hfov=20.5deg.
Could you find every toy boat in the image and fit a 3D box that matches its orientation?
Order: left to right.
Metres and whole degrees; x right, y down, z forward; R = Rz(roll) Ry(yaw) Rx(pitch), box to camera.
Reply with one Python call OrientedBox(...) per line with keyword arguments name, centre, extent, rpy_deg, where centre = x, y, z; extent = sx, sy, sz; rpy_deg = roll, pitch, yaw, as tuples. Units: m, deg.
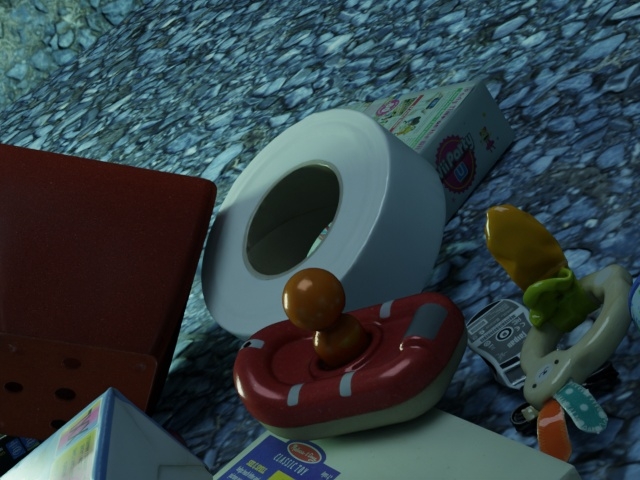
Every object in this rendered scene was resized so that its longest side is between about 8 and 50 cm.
OrientedBox(name="toy boat", centre=(0.014, 0.091, 1.668), extent=(0.231, 0.151, 0.151), rpy_deg=(-16, 27, 33))

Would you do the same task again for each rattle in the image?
OrientedBox(name="rattle", centre=(0.192, 0.077, 1.538), extent=(0.130, 0.143, 0.200), rpy_deg=(-10, 37, 39))

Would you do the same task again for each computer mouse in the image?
OrientedBox(name="computer mouse", centre=(0.198, 0.114, 1.669), extent=(0.106, 0.042, 0.193), rpy_deg=(-37, 28, -1))

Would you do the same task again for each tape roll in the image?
OrientedBox(name="tape roll", centre=(0.000, 0.000, 1.942), extent=(0.286, 0.100, 0.286), rpy_deg=(-29, 43, 31))

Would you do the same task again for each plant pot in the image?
OrientedBox(name="plant pot", centre=(-0.276, 0.083, 1.984), extent=(0.267, 0.267, 0.236), rpy_deg=(10, 46, -9))

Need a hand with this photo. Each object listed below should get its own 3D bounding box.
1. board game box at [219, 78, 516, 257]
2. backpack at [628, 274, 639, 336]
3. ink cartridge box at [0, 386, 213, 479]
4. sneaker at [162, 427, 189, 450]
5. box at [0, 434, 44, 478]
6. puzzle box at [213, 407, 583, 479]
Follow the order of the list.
OrientedBox(name="board game box", centre=(0.056, -0.082, 2.177), extent=(0.303, 0.097, 0.224), rpy_deg=(-6, 34, 49))
OrientedBox(name="backpack", centre=(0.319, 0.065, 1.514), extent=(0.105, 0.114, 0.084), rpy_deg=(-34, 23, -2))
OrientedBox(name="ink cartridge box", centre=(-0.286, 0.353, 1.593), extent=(0.395, 0.151, 0.270), rpy_deg=(-41, 20, 15))
OrientedBox(name="sneaker", centre=(-0.183, 0.234, 1.847), extent=(0.069, 0.084, 0.185), rpy_deg=(-28, 23, 10))
OrientedBox(name="box", centre=(-0.476, 0.277, 2.109), extent=(0.322, 0.079, 0.257), rpy_deg=(-31, 20, -11))
OrientedBox(name="puzzle box", centre=(0.027, 0.254, 1.582), extent=(0.272, 0.052, 0.409), rpy_deg=(-40, 24, -17))
